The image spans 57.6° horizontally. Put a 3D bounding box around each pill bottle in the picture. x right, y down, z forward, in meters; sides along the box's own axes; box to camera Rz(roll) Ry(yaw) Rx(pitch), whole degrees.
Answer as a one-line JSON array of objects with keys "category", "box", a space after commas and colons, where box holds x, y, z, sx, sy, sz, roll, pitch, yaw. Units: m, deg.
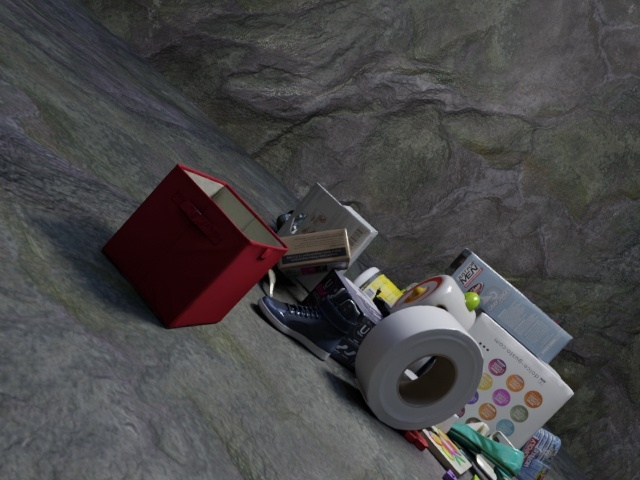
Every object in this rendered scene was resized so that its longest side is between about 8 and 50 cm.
[{"category": "pill bottle", "box": [0.224, 0.261, 1.873, 0.334, 0.188, 0.188, 46, 8, 13]}]

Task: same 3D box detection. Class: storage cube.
[{"category": "storage cube", "box": [-0.203, 0.015, 0.987, 0.183, 0.193, 0.215, 46, 7, 14]}]

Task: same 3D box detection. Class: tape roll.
[{"category": "tape roll", "box": [0.225, 0.296, 1.343, 0.286, 0.286, 0.100, 39, 9, -29]}]

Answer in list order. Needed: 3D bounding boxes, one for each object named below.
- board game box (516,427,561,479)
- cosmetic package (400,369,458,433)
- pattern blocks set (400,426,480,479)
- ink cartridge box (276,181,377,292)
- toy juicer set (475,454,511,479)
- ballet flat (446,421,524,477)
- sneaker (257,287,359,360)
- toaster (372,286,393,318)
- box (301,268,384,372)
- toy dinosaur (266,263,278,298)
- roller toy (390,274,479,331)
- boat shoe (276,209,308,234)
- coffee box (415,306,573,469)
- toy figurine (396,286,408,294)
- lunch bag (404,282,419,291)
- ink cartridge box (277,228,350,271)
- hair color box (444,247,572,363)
[{"category": "board game box", "box": [0.669, 0.701, 1.935, 0.194, 0.194, 0.060, 28, 8, -5]}, {"category": "cosmetic package", "box": [0.260, 0.415, 1.570, 0.099, 0.060, 0.239, 34, 2, -27]}, {"category": "pattern blocks set", "box": [0.315, 0.530, 1.487, 0.285, 0.026, 0.325, 45, 7, 10]}, {"category": "ink cartridge box", "box": [0.000, 0.000, 1.794, 0.239, 0.275, 0.060, 44, 16, 19]}, {"category": "toy juicer set", "box": [0.532, 0.688, 1.514, 0.209, 0.089, 0.329, 43, 7, -4]}, {"category": "ballet flat", "box": [0.452, 0.551, 1.594, 0.247, 0.087, 0.083, 21, -28, 53]}, {"category": "sneaker", "box": [-0.017, 0.153, 1.320, 0.226, 0.163, 0.086, 38, 11, -26]}, {"category": "toaster", "box": [0.176, 0.261, 1.638, 0.110, 0.185, 0.168, 31, 12, -29]}, {"category": "box", "box": [0.079, 0.215, 1.543, 0.163, 0.142, 0.247, 39, 9, -29]}, {"category": "toy dinosaur", "box": [-0.152, 0.058, 1.527, 0.118, 0.064, 0.268, 48, 9, -16]}, {"category": "roller toy", "box": [0.280, 0.184, 1.488, 0.146, 0.209, 0.191, 56, -35, -6]}, {"category": "boat shoe", "box": [-0.095, -0.063, 2.226, 0.113, 0.127, 0.340, 56, 18, 3]}, {"category": "coffee box", "box": [0.519, 0.444, 1.832, 0.338, 0.334, 0.338, 43, 8, 10]}, {"category": "toy figurine", "box": [0.317, 0.291, 2.097, 0.148, 0.213, 0.209, 30, -4, 42]}, {"category": "lunch bag", "box": [0.404, 0.339, 2.373, 0.305, 0.212, 0.256, 46, -8, 15]}, {"category": "ink cartridge box", "box": [-0.018, 0.040, 1.611, 0.234, 0.193, 0.088, 78, 3, -80]}, {"category": "hair color box", "box": [0.558, 0.189, 1.767, 0.374, 0.113, 0.185, 40, 8, 3]}]
